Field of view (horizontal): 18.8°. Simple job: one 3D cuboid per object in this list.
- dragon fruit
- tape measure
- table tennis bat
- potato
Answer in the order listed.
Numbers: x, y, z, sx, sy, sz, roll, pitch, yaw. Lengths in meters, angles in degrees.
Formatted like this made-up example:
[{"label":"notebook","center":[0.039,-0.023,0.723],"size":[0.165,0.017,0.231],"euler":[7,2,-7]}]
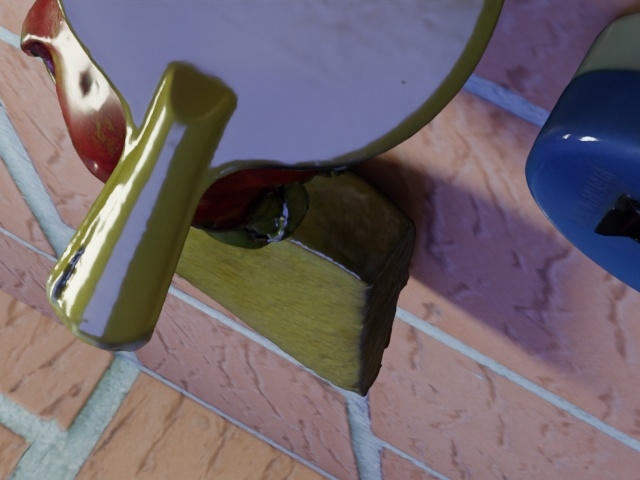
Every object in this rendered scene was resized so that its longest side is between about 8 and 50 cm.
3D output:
[{"label":"dragon fruit","center":[-0.043,-0.097,1.105],"size":[0.200,0.198,0.269],"euler":[-24,144,18]},{"label":"tape measure","center":[0.217,-0.037,0.899],"size":[0.215,0.098,0.351],"euler":[30,163,5]},{"label":"table tennis bat","center":[-0.047,-0.090,0.935],"size":[0.224,0.054,0.368],"euler":[28,122,2]},{"label":"potato","center":[0.000,0.000,1.423],"size":[0.269,0.112,0.255],"euler":[34,162,-17]}]
